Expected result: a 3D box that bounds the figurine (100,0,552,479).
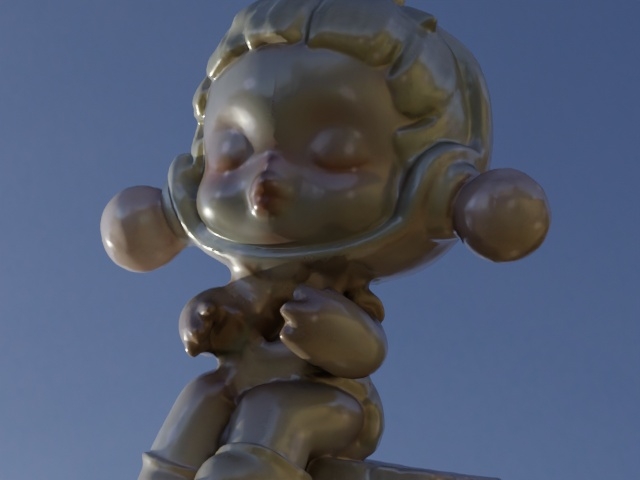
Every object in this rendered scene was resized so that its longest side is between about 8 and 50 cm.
[{"bbox_3d":[0.010,0.002,0.806,0.144,0.257,0.182,16,-12,-35],"label":"figurine"}]
